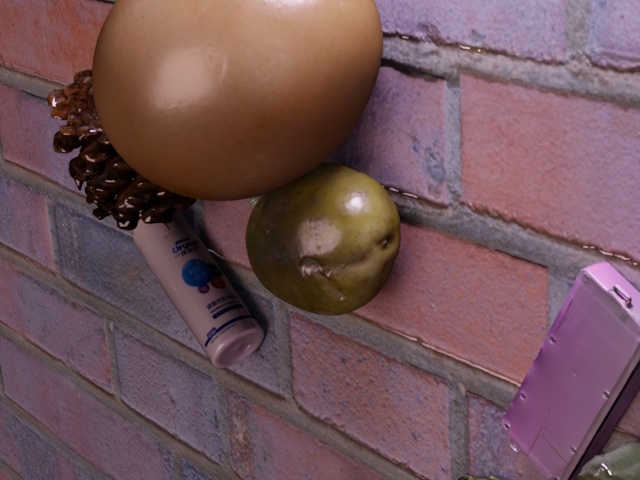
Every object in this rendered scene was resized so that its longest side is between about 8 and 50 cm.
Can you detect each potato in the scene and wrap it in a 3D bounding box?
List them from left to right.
[{"bbox_3d":[0.000,-0.002,1.608,0.228,0.148,0.197,26,110,50],"label":"potato"}]

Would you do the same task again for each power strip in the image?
[{"bbox_3d":[0.278,0.148,1.377,0.109,0.037,0.279,48,138,30],"label":"power strip"}]

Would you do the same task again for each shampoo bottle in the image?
[{"bbox_3d":[-0.198,0.049,1.950,0.303,0.092,0.092,55,142,26],"label":"shampoo bottle"}]

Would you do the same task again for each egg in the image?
[{"bbox_3d":[-0.096,-0.202,1.512,0.373,0.301,0.301,-14,93,38],"label":"egg"}]

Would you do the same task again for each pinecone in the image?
[{"bbox_3d":[-0.265,-0.142,1.853,0.224,0.224,0.273,38,156,39],"label":"pinecone"}]

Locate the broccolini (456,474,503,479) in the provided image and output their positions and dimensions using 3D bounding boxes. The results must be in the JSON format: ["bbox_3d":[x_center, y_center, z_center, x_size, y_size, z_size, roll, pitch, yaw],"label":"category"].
[{"bbox_3d":[0.193,0.306,1.565,0.194,0.054,0.052,-30,61,53],"label":"broccolini"}]

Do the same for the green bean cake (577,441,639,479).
[{"bbox_3d":[0.350,0.315,1.300,0.183,0.094,0.185,22,121,47],"label":"green bean cake"}]

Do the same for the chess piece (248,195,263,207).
[{"bbox_3d":[-0.091,-0.065,1.797,0.042,0.042,0.093,-26,88,55],"label":"chess piece"}]
